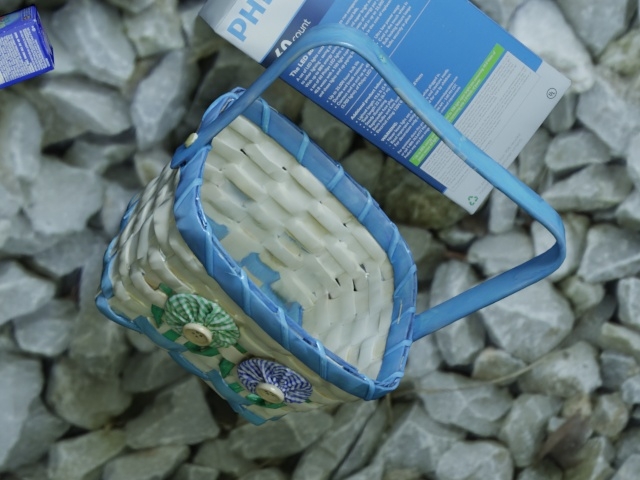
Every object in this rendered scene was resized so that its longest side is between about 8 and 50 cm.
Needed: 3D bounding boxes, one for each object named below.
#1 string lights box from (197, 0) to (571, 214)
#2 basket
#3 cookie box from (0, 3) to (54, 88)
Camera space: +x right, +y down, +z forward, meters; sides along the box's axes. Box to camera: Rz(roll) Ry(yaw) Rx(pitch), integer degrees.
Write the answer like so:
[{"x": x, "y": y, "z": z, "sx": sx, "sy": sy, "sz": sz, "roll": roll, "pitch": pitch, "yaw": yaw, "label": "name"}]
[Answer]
[{"x": 0.051, "y": -0.148, "z": 0.995, "sx": 0.259, "sy": 0.077, "sz": 0.133, "roll": 34, "pitch": 98, "yaw": -23, "label": "string lights box"}, {"x": 0.000, "y": 0.000, "z": 0.944, "sx": 0.255, "sy": 0.201, "sz": 0.289, "roll": 40, "pitch": 121, "yaw": -22, "label": "basket"}, {"x": -0.247, "y": -0.128, "z": 0.918, "sx": 0.107, "sy": 0.092, "sz": 0.040, "roll": -21, "pitch": 110, "yaw": -5, "label": "cookie box"}]
